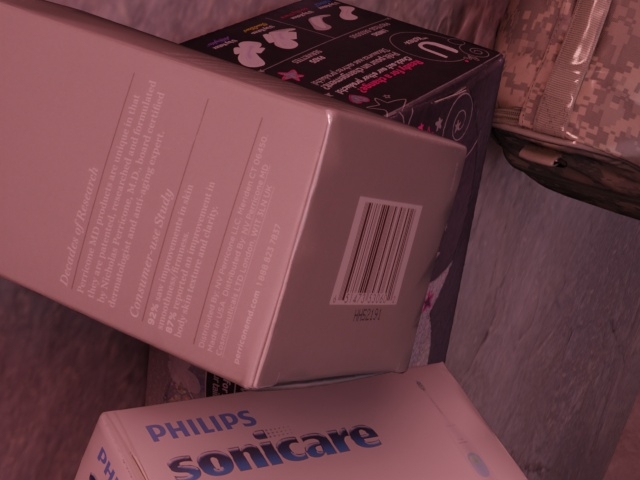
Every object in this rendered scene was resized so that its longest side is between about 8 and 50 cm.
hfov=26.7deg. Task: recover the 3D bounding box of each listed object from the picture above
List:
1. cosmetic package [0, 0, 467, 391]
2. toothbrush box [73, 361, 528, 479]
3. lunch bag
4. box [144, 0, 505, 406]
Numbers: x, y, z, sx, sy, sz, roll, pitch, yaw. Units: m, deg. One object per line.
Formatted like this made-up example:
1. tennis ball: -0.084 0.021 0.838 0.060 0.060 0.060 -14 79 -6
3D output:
1. cosmetic package: -0.079 -0.032 0.522 0.127 0.238 0.107 3 103 -61
2. toothbrush box: -0.041 0.217 0.720 0.216 0.126 0.296 -3 133 -37
3. lunch bag: 0.260 -0.185 1.116 0.256 0.212 0.305 21 89 -66
4. box: 0.000 0.000 0.815 0.163 0.142 0.247 -33 137 -52
